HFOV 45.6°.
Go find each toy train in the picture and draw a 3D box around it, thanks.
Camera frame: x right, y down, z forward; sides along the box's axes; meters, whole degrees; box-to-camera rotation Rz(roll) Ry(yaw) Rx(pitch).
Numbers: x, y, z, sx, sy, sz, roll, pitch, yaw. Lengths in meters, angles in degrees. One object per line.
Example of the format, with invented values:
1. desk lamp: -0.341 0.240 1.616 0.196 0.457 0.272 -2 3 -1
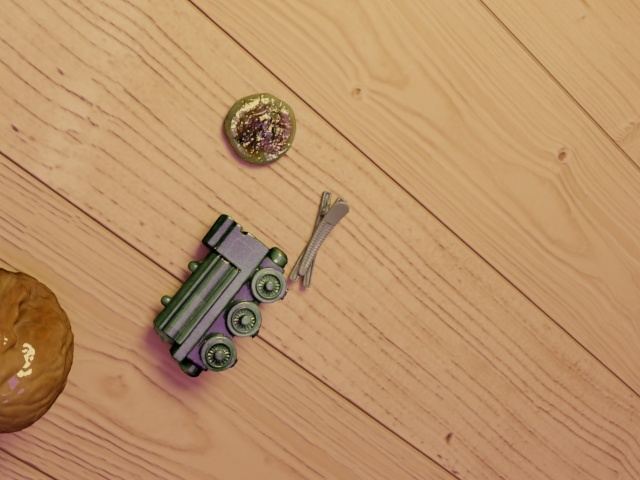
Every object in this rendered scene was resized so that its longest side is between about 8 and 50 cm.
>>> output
1. toy train: -0.112 0.064 0.836 0.111 0.071 0.170 40 82 -11

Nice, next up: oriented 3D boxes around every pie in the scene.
1. pie: -0.065 -0.127 0.858 0.085 0.017 0.085 -3 97 -22

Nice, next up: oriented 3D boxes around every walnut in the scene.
1. walnut: -0.309 0.106 0.700 0.155 0.184 0.155 -4 111 -12

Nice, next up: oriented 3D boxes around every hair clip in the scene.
1. hair clip: -0.001 0.000 0.888 0.030 0.039 0.115 24 89 -17
